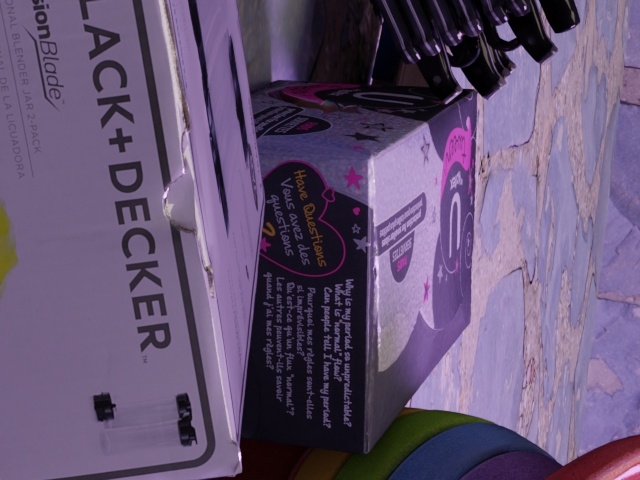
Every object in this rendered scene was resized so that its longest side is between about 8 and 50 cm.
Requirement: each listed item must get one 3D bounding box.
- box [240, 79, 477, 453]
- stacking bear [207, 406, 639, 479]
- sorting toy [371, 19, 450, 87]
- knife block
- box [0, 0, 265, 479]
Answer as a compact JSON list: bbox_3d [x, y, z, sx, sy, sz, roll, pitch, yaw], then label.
[{"bbox_3d":[0.000,0.000,0.898,0.247,0.142,0.163,-38,130,-69],"label":"box"},{"bbox_3d":[0.048,0.163,0.881,0.164,0.289,0.175,-4,103,-40],"label":"stacking bear"},{"bbox_3d":[0.048,-0.089,1.114,0.229,0.041,0.307,115,-13,-69],"label":"sorting toy"},{"bbox_3d":[0.063,-0.226,0.912,0.242,0.088,0.276,37,39,-51],"label":"knife block"},{"bbox_3d":[-0.076,-0.045,0.553,0.290,0.087,0.169,-93,176,-73],"label":"box"}]
